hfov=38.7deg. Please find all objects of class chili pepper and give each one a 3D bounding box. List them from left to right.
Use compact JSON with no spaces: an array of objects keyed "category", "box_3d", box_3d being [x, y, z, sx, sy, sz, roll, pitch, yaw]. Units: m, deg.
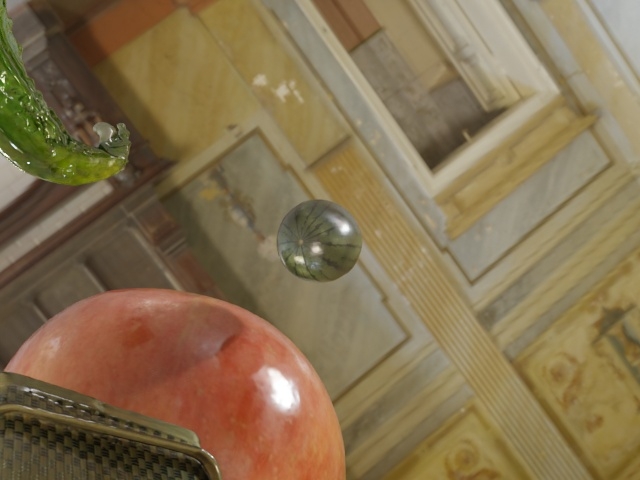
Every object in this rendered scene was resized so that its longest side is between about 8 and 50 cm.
[{"category":"chili pepper","box_3d":[-0.191,-0.182,0.430,0.076,0.359,0.085,-10,-153,14]}]

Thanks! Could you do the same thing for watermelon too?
[{"category":"watermelon","box_3d":[0.000,0.000,0.842,0.078,0.078,0.110,-35,-178,13]}]

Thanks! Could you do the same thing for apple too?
[{"category":"apple","box_3d":[-0.160,0.237,0.887,0.364,0.364,0.364,-36,-172,6]}]

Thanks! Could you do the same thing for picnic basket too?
[{"category":"picnic basket","box_3d":[-0.184,0.230,0.558,0.267,0.165,0.139,-56,-152,15]}]
